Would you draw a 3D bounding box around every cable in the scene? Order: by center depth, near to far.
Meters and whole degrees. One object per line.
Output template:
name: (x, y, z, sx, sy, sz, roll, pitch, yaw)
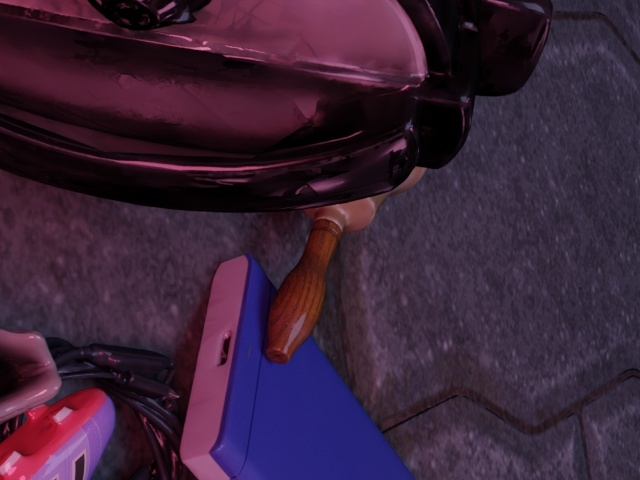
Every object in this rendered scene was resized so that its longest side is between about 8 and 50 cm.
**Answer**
cable: (-0.165, 0.144, 0.880, 0.184, 0.047, 0.151, 13, 80, -52)

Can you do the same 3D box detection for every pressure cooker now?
pressure cooker: (-0.081, -0.211, 0.776, 0.375, 0.370, 0.420, 37, 51, -42)

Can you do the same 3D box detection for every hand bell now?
hand bell: (0.000, 0.000, 1.059, 0.126, 0.126, 0.242, 55, 41, -34)

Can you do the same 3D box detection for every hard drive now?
hard drive: (-0.002, 0.192, 1.056, 0.319, 0.040, 0.210, 56, 25, -33)

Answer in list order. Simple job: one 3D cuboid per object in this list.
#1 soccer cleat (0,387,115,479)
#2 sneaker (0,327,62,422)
soccer cleat: (-0.195, 0.195, 0.744, 0.095, 0.083, 0.248, 49, 63, -19)
sneaker: (-0.252, 0.064, 0.682, 0.262, 0.121, 0.099, 7, 68, -56)
